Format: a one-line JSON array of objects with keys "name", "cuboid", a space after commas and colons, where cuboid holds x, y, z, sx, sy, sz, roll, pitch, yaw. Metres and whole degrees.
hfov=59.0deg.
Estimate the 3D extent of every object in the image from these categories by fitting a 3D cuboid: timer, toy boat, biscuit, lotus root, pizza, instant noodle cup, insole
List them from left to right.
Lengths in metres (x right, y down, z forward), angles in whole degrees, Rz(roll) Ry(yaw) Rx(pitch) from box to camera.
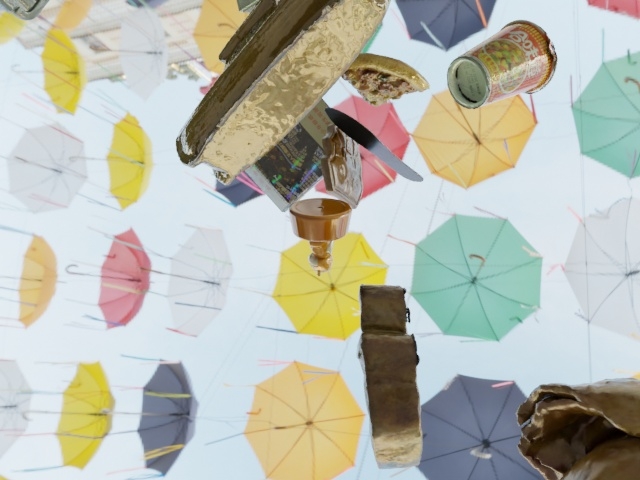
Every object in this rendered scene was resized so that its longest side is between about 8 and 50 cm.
[{"name": "toy boat", "cuboid": [-0.042, -0.185, 0.581, 0.321, 0.089, 0.121, -41, -136, 33]}, {"name": "timer", "cuboid": [0.000, 0.000, 1.193, 0.132, 0.132, 0.152, 11, -66, 26]}, {"name": "biscuit", "cuboid": [0.059, -0.194, 1.369, 0.034, 0.182, 0.215, -8, -111, 28]}, {"name": "insole", "cuboid": [0.130, -0.222, 1.337, 0.109, 0.322, 0.007, 15, -104, 58]}, {"name": "pizza", "cuboid": [0.165, -0.451, 1.628, 0.293, 0.197, 0.058, 15, -117, -7]}, {"name": "lotus root", "cuboid": [0.138, 0.277, 1.146, 0.111, 0.390, 0.374, -7, -63, 5]}, {"name": "instant noodle cup", "cuboid": [0.429, -0.415, 1.376, 0.212, 0.193, 0.193, -29, -120, -26]}]

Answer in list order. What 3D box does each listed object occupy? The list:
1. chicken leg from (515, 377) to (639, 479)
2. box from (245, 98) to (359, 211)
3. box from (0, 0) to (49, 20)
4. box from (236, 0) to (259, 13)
[{"name": "chicken leg", "cuboid": [0.266, 0.140, 0.301, 0.410, 0.181, 0.295, -31, -143, -30]}, {"name": "box", "cuboid": [-0.055, -0.250, 1.605, 0.198, 0.084, 0.310, 48, -115, -2]}, {"name": "box", "cuboid": [-0.314, -0.285, 0.585, 0.054, 0.074, 0.099, 15, -112, 35]}, {"name": "box", "cuboid": [-0.052, -0.519, 1.159, 0.130, 0.225, 0.086, -11, -86, 43]}]
